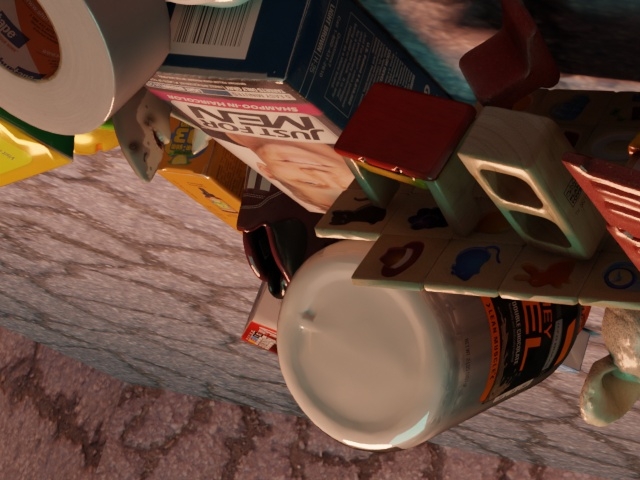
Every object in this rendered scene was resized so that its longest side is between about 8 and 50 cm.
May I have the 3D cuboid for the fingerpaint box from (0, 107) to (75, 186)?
[{"bbox_3d":[-0.501,-0.180,1.496,0.371,0.163,0.445,-16,149,33],"label":"fingerpaint box"}]

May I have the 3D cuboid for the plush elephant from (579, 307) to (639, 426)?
[{"bbox_3d":[0.367,0.072,1.437,0.255,0.272,0.330,-5,-161,-18],"label":"plush elephant"}]

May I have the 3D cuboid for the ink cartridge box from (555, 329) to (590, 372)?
[{"bbox_3d":[0.272,0.140,2.277,0.104,0.062,0.181,23,166,-25],"label":"ink cartridge box"}]

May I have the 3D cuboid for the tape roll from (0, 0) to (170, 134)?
[{"bbox_3d":[-0.223,-0.191,1.290,0.219,0.072,0.219,28,145,22],"label":"tape roll"}]

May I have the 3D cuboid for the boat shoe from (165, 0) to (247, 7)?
[{"bbox_3d":[-0.134,-0.221,1.305,0.184,0.066,0.063,12,152,30],"label":"boat shoe"}]

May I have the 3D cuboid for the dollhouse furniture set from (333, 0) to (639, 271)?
[{"bbox_3d":[0.184,-0.101,1.113,0.374,0.201,0.152,20,160,42],"label":"dollhouse furniture set"}]

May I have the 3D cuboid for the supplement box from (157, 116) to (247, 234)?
[{"bbox_3d":[-0.091,-0.065,1.854,0.078,0.080,0.233,8,166,30],"label":"supplement box"}]

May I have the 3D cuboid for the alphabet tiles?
[{"bbox_3d":[0.182,-0.040,1.243,0.342,0.285,0.011,5,126,27],"label":"alphabet tiles"}]

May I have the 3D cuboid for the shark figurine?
[{"bbox_3d":[-0.160,-0.140,1.545,0.116,0.166,0.278,-17,-177,18],"label":"shark figurine"}]

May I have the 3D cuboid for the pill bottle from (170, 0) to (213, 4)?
[{"bbox_3d":[-0.112,-0.242,1.076,0.112,0.112,0.186,10,165,26],"label":"pill bottle"}]

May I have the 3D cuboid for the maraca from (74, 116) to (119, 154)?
[{"bbox_3d":[-0.264,-0.145,1.683,0.185,0.099,0.127,20,-166,25],"label":"maraca"}]

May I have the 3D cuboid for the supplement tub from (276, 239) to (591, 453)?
[{"bbox_3d":[0.128,0.074,1.654,0.207,0.207,0.338,8,-165,34],"label":"supplement tub"}]

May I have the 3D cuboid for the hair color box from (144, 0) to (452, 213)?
[{"bbox_3d":[-0.005,-0.120,1.459,0.173,0.105,0.347,9,165,32],"label":"hair color box"}]

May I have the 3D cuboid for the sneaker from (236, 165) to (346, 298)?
[{"bbox_3d":[0.000,0.000,1.814,0.106,0.163,0.281,3,161,46],"label":"sneaker"}]

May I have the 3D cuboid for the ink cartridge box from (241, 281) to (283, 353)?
[{"bbox_3d":[0.046,0.112,2.203,0.271,0.130,0.309,21,171,-2],"label":"ink cartridge box"}]
